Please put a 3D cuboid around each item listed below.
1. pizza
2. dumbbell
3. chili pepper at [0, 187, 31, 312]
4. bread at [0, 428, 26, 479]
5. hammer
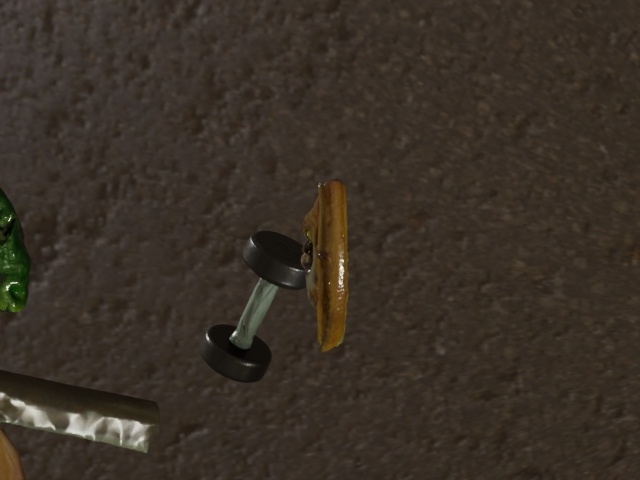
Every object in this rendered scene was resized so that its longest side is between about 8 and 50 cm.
[{"bbox_3d":[0.000,0.000,1.334,0.176,0.036,0.185,-110,20,-56],"label":"pizza"},{"bbox_3d":[-0.085,0.090,1.723,0.100,0.100,0.191,36,111,27],"label":"dumbbell"},{"bbox_3d":[-0.331,-0.014,1.294,0.050,0.073,0.182,-7,113,15],"label":"chili pepper"},{"bbox_3d":[-0.406,0.270,1.335,0.104,0.199,0.199,-14,80,25],"label":"bread"},{"bbox_3d":[-0.216,0.083,0.725,0.027,0.297,0.125,-40,46,35],"label":"hammer"}]
